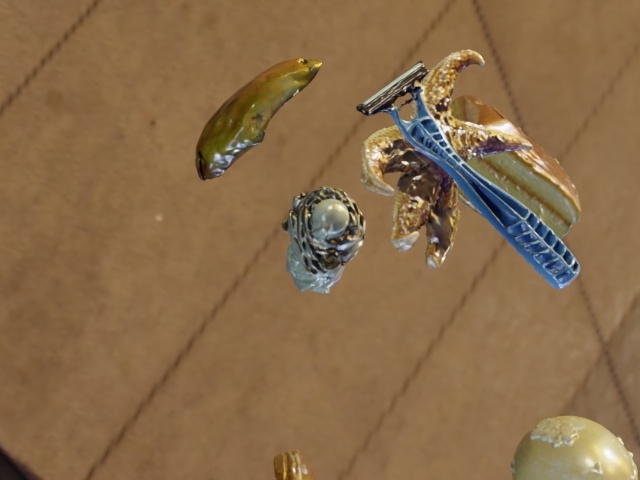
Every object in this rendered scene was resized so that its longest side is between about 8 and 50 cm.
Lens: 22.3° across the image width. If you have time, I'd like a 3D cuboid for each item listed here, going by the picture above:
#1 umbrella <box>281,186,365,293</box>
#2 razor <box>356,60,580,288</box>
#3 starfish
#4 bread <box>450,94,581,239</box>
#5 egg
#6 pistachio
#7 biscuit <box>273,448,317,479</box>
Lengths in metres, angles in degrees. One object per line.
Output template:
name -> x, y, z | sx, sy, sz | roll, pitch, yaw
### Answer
umbrella -> 0.000, 0.000, 1.226 | 0.143, 0.062, 0.067 | 113, -13, -73
razor -> 0.145, -0.054, 1.498 | 0.082, 0.253, 0.042 | -38, 165, -18
starfish -> 0.127, -0.089, 1.714 | 0.216, 0.071, 0.238 | 15, 83, -45
bread -> 0.232, -0.091, 2.051 | 0.184, 0.234, 0.110 | 36, 101, -10
egg -> 0.339, 0.319, 2.182 | 0.164, 0.201, 0.164 | -3, 99, -18
pistachio -> -0.071, -0.126, 1.594 | 0.049, 0.089, 0.173 | 39, 109, -17
biscuit -> -0.003, 0.443, 2.197 | 0.277, 0.052, 0.262 | 71, 9, -47
